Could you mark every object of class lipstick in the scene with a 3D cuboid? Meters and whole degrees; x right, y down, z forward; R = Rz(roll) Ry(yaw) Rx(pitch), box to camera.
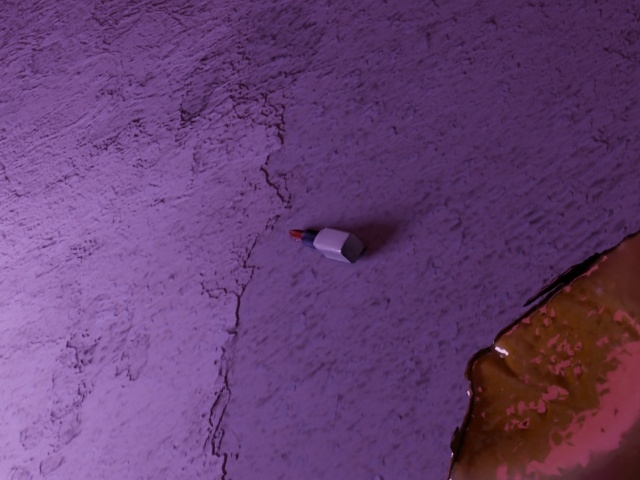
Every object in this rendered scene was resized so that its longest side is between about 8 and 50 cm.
[{"bbox_3d":[0.000,0.000,1.066,0.107,0.025,0.025,15,68,51],"label":"lipstick"}]

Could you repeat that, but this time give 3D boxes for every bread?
[{"bbox_3d":[0.196,0.129,0.718,0.260,0.158,0.156,-40,52,7],"label":"bread"}]
